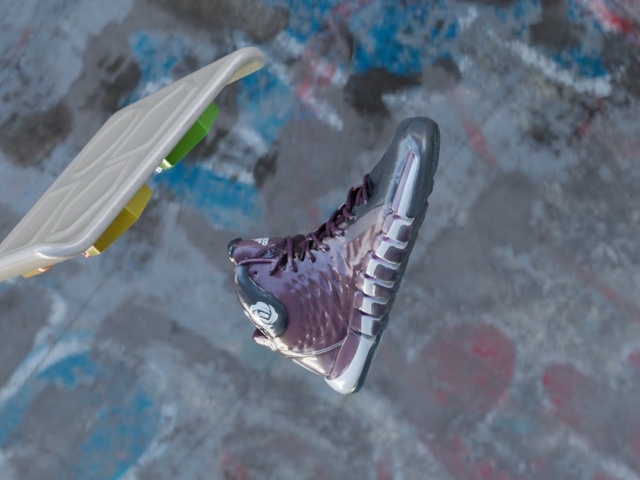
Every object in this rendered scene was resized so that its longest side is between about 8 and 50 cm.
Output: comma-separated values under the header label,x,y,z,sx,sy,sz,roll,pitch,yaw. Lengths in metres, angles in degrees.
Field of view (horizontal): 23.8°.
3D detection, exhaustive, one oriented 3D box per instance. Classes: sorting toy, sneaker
label,x,y,z,sx,sy,sz,roll,pitch,yaw
sorting toy,-0.140,-0.039,1.010,0.038,0.208,0.193,50,150,-16
sneaker,0.000,0.000,1.380,0.162,0.106,0.281,20,114,6
